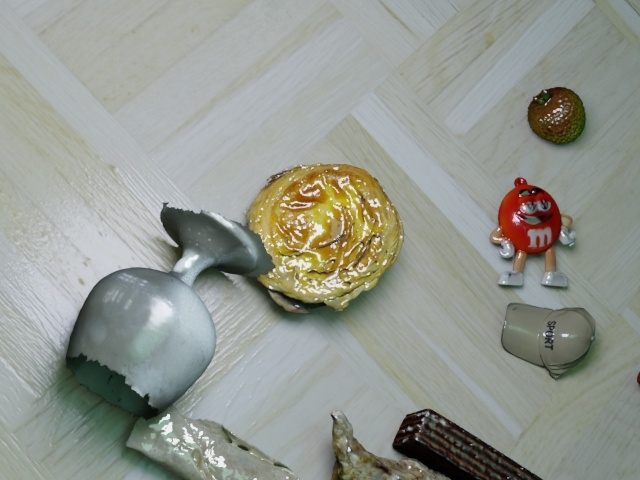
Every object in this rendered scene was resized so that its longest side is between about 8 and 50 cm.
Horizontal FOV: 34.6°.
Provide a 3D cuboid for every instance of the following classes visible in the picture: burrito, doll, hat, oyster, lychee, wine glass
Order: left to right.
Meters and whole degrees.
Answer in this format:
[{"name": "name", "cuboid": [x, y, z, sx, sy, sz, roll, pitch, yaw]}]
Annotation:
[{"name": "wine glass", "cuboid": [-0.252, 0.115, 1.661, 0.238, 0.238, 0.323, 34, 64, -8]}, {"name": "burrito", "cuboid": [-0.135, 0.392, 1.708, 0.392, 0.076, 0.117, 33, 66, -8]}, {"name": "oyster", "cuboid": [0.134, 0.472, 1.758, 0.396, 0.111, 0.204, 33, 79, -11]}, {"name": "doll", "cuboid": [0.420, -0.018, 2.015, 0.183, 0.085, 0.217, 1, 85, -18]}, {"name": "hat", "cuboid": [0.433, 0.179, 1.963, 0.175, 0.085, 0.147, 16, 72, -16]}, {"name": "lychee", "cuboid": [0.478, -0.256, 2.081, 0.146, 0.114, 0.114, 36, 65, -34]}]

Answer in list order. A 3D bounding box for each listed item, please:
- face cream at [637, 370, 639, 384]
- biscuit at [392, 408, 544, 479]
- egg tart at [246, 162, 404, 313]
[{"name": "face cream", "cuboid": [0.732, 0.324, 2.026, 0.214, 0.096, 0.096, 46, 66, -3]}, {"name": "biscuit", "cuboid": [0.312, 0.430, 1.840, 0.388, 0.107, 0.073, 34, 65, -8]}, {"name": "egg tart", "cuboid": [0.000, 0.000, 1.844, 0.297, 0.132, 0.297, 1, 71, -4]}]
